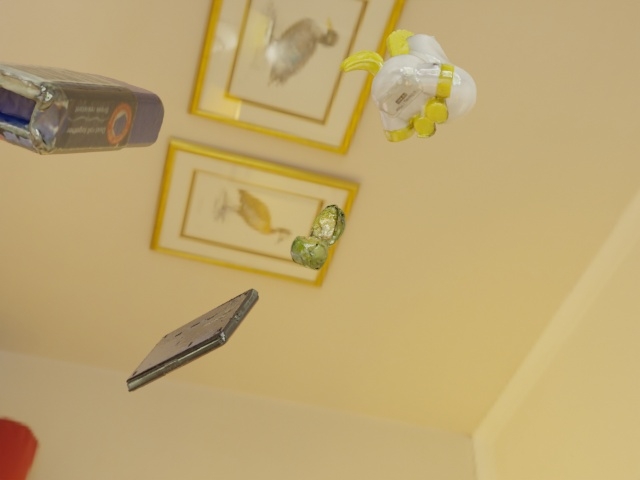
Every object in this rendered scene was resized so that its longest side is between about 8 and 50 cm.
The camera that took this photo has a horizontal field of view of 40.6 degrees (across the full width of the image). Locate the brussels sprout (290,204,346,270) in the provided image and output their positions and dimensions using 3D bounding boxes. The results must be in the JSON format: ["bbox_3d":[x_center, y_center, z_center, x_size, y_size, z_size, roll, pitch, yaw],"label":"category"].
[{"bbox_3d":[0.000,0.000,1.000,0.083,0.046,0.051,-46,173,-29],"label":"brussels sprout"}]

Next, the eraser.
[{"bbox_3d":[-0.368,-0.193,1.259,0.332,0.155,0.101,-22,131,-72],"label":"eraser"}]

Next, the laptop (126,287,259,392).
[{"bbox_3d":[-0.197,0.153,1.328,0.207,0.026,0.154,-29,-168,27],"label":"laptop"}]

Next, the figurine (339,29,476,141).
[{"bbox_3d":[0.113,-0.185,0.971,0.178,0.129,0.109,-34,164,-50],"label":"figurine"}]
